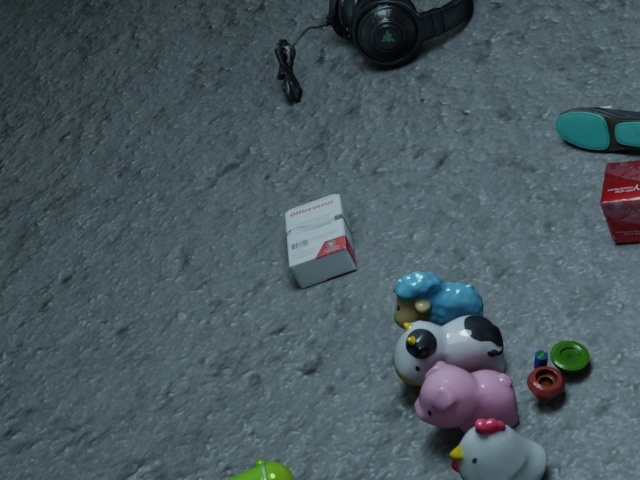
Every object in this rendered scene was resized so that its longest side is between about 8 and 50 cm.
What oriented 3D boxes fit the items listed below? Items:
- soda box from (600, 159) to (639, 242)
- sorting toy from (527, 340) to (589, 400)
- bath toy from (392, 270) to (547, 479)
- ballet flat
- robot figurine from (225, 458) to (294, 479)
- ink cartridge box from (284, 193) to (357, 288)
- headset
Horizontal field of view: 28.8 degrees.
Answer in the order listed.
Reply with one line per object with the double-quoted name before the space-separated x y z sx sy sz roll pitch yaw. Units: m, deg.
"soda box" 0.528 -0.062 1.720 0.263 0.092 0.083 -5 45 26
"sorting toy" 0.308 0.175 1.644 0.102 0.042 0.061 -37 53 -28
"bath toy" 0.183 0.188 1.630 0.151 0.129 0.348 -24 40 6
"ballet flat" 0.459 -0.172 1.911 0.203 0.074 0.074 11 53 46
"robot figurine" -0.084 0.339 1.674 0.115 0.067 0.101 -25 31 5
"ink cartridge box" 0.000 0.000 2.001 0.099 0.056 0.135 -19 40 12
"headset" 0.100 -0.395 2.344 0.394 0.185 0.243 -20 33 -13
